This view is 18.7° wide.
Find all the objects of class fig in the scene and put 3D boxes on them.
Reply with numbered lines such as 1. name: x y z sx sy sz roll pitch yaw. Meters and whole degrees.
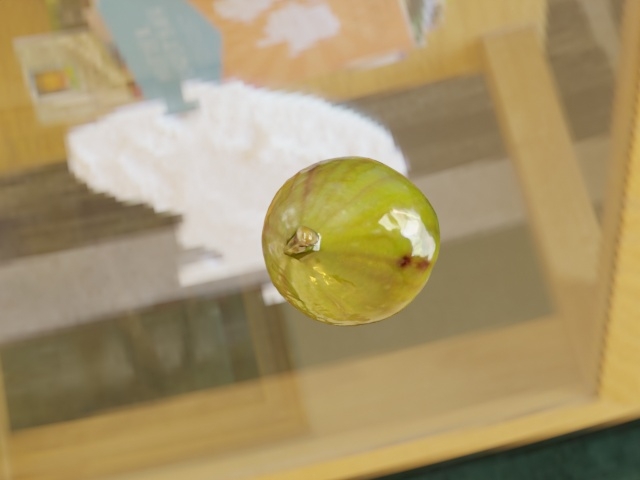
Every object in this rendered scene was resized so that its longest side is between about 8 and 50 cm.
1. fig: 0.004 -0.013 0.970 0.093 0.093 0.166 -20 155 11
